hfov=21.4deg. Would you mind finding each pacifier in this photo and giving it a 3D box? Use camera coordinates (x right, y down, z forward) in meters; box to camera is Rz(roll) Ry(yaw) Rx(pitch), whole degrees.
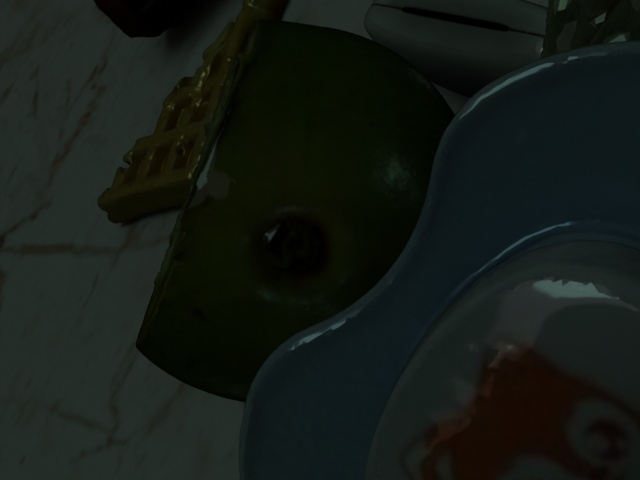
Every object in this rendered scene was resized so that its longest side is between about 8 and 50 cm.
[{"bbox_3d":[0.118,0.060,0.678,0.299,0.244,0.233,-52,3,22],"label":"pacifier"}]

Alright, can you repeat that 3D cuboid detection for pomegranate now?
[{"bbox_3d":[-0.002,0.009,0.874,0.241,0.159,0.190,121,167,-52],"label":"pomegranate"}]

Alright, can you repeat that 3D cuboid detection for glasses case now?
[{"bbox_3d":[0.094,-0.100,0.898,0.193,0.074,0.049,20,83,55],"label":"glasses case"}]

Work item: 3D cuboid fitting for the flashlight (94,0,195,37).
[{"bbox_3d":[-0.065,-0.237,1.190,0.232,0.093,0.093,-35,40,24],"label":"flashlight"}]

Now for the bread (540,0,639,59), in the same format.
[{"bbox_3d":[0.214,-0.125,0.719,0.257,0.124,0.186,-41,47,26],"label":"bread"}]

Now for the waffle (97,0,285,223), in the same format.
[{"bbox_3d":[-0.084,-0.107,1.164,0.125,0.032,0.191,-15,50,47],"label":"waffle"}]
